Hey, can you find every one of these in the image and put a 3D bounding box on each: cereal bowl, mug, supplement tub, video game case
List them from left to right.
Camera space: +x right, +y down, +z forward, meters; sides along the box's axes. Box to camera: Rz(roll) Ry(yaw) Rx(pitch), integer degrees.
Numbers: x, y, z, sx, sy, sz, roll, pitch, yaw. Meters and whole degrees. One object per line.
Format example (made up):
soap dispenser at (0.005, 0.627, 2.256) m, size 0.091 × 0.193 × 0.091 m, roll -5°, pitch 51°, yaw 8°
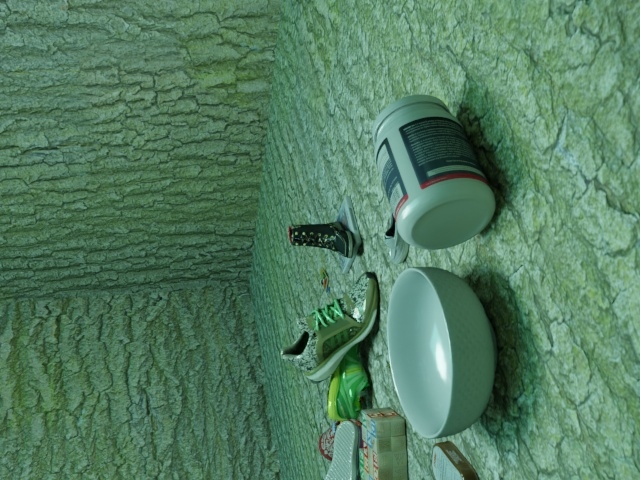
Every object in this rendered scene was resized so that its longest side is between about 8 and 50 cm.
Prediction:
mug at (0.080, 0.684, 2.181) m, size 0.150 × 0.113 × 0.169 m, roll 48°, pitch 145°, yaw 20°
video game case at (0.085, -0.016, 2.134) m, size 0.201 × 0.023 × 0.183 m, roll 108°, pitch 155°, yaw -55°
supplement tub at (0.215, -0.136, 1.270) m, size 0.191 × 0.191 × 0.272 m, roll 106°, pitch 157°, yaw -51°
cereal bowl at (0.254, 0.218, 1.293) m, size 0.339 × 0.141 × 0.338 m, roll 177°, pitch 90°, yaw -75°

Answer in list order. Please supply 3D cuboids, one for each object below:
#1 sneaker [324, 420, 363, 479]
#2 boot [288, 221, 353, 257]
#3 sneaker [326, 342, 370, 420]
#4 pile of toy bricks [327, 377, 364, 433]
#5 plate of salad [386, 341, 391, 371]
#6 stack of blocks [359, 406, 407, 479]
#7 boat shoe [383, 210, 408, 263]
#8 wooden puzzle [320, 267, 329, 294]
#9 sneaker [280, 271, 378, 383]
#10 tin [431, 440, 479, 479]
sneaker at (0.101, 0.705, 1.932) m, size 0.102 × 0.161 × 0.282 m, roll -4°, pitch 58°, yaw 38°
boot at (0.000, 0.001, 2.064) m, size 0.236 × 0.179 × 0.085 m, roll -127°, pitch 37°, yaw -66°
sneaker at (0.097, 0.423, 2.025) m, size 0.109 × 0.124 × 0.295 m, roll 103°, pitch 179°, yaw -72°
pile of toy bricks at (0.100, 0.534, 2.083) m, size 0.105 × 0.118 × 0.212 m, roll -22°, pitch 55°, yaw 36°
plate of salad at (0.207, 0.287, 1.676) m, size 0.200 × 0.048 × 0.199 m, roll 177°, pitch 90°, yaw -76°
stack of blocks at (0.174, 0.628, 1.797) m, size 0.171 × 0.087 × 0.297 m, roll -176°, pitch 83°, yaw -76°
boat shoe at (0.193, -0.014, 1.635) m, size 0.066 × 0.063 × 0.184 m, roll -107°, pitch 20°, yaw -43°
wooden puzzle at (0.015, 0.155, 2.461) m, size 0.116 × 0.014 × 0.078 m, roll -128°, pitch 37°, yaw -65°
sneaker at (0.022, 0.256, 1.934) m, size 0.410 × 0.182 × 0.158 m, roll -56°, pitch 31°, yaw 17°
tin at (0.295, 0.519, 1.413) m, size 0.190 × 0.040 × 0.106 m, roll -137°, pitch 50°, yaw -70°
